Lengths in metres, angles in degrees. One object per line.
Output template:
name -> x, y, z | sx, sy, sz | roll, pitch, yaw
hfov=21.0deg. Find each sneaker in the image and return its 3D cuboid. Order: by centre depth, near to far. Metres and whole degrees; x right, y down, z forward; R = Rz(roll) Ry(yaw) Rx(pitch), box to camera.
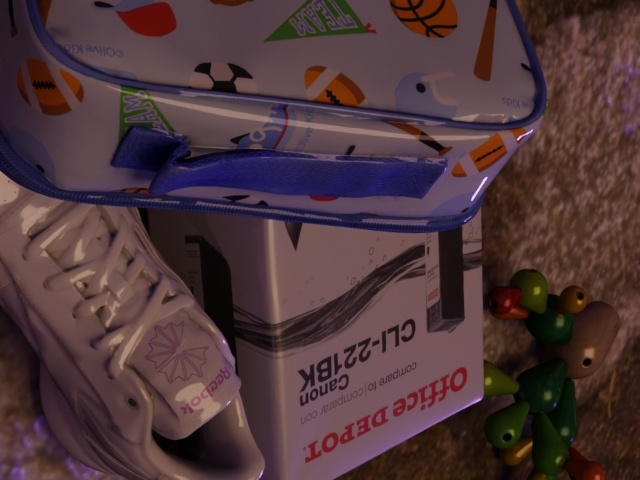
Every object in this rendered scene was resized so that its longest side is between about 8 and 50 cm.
sneaker -> -0.113, 0.023, 0.946 | 0.114, 0.152, 0.305 | -44, 130, -25

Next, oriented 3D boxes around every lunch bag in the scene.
lunch bag -> -0.044, -0.114, 0.878 | 0.303, 0.243, 0.115 | 3, 143, -28

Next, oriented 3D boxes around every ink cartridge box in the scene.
ink cartridge box -> 0.000, 0.000, 1.085 | 0.197, 0.114, 0.273 | -22, 119, -41

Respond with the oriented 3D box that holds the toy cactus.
toy cactus -> 0.188, 0.102, 1.347 | 0.180, 0.112, 0.219 | -40, 121, -44
